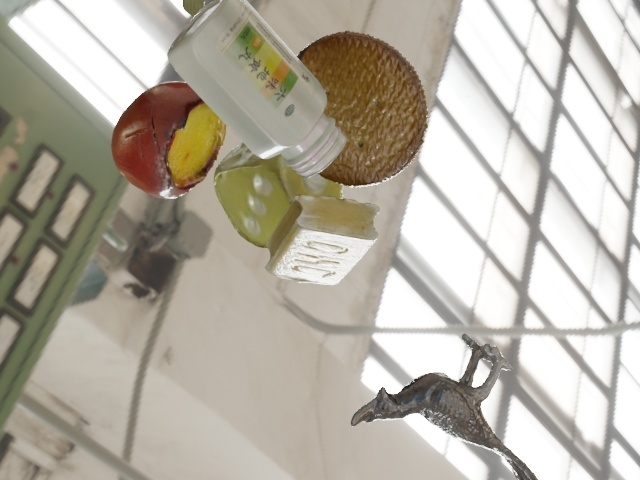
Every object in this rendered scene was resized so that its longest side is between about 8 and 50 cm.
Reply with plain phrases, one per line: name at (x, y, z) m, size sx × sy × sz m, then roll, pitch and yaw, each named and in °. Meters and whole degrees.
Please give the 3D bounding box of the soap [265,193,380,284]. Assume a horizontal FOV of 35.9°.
soap at (0.000, 0.000, 1.973) m, size 0.274 × 0.173 × 0.089 m, roll 125°, pitch -27°, yaw -64°

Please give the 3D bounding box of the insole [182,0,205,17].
insole at (-0.307, -0.609, 2.393) m, size 0.005 × 0.086 × 0.253 m, roll -62°, pitch 176°, yaw -19°

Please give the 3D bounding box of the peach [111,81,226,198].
peach at (-0.268, -0.185, 1.808) m, size 0.226 × 0.190 × 0.196 m, roll -25°, pitch -141°, yaw 27°

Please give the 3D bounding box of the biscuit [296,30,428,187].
biscuit at (0.062, -0.249, 1.895) m, size 0.305 × 0.305 × 0.038 m, roll -26°, pitch -172°, yaw 26°

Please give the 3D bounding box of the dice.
dice at (-0.101, -0.137, 2.444) m, size 0.233 × 0.238 × 0.227 m, roll -7°, pitch -151°, yaw 39°

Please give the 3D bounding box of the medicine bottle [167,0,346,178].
medicine bottle at (-0.097, -0.254, 1.685) m, size 0.124 × 0.324 × 0.179 m, roll -19°, pitch -148°, yaw 43°

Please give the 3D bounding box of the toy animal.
toy animal at (0.232, 0.258, 1.590) m, size 0.081 × 0.367 × 0.206 m, roll 3°, pitch -110°, yaw 66°
